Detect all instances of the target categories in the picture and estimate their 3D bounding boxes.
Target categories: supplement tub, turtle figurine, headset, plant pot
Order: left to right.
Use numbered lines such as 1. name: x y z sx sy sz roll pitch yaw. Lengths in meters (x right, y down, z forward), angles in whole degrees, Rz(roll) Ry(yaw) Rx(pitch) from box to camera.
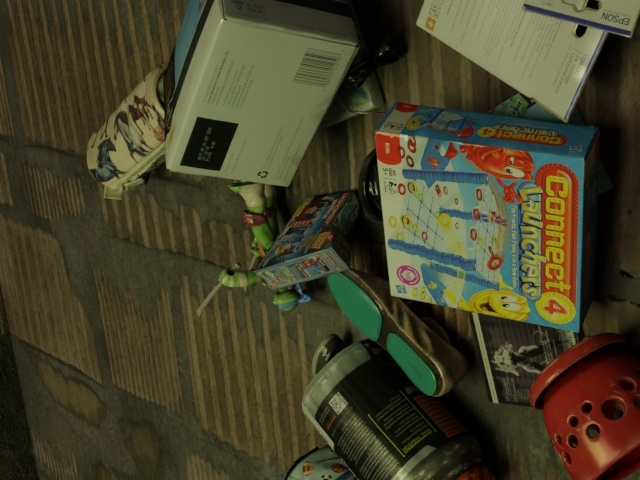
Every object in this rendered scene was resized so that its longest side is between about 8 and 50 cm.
1. turtle figurine: -0.149 0.013 2.154 0.274 0.198 0.266 3 104 47
2. supplement tub: 0.140 0.353 1.938 0.338 0.207 0.207 48 137 28
3. headset: 0.174 -0.130 1.773 0.394 0.185 0.243 54 145 -3
4. plant pot: 0.408 0.244 1.577 0.174 0.191 0.191 55 141 28

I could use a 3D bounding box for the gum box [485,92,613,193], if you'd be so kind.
1. gum box: 0.329 -0.131 1.622 0.157 0.041 0.184 -29 82 52

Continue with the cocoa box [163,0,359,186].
1. cocoa box: -0.114 -0.295 1.826 0.347 0.231 0.228 119 151 -45

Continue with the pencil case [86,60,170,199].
1. pencil case: -0.355 -0.235 2.321 0.410 0.160 0.183 -30 66 52

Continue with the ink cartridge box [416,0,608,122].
1. ink cartridge box: 0.299 -0.368 1.508 0.307 0.072 0.304 40 125 31

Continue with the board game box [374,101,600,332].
1. board game box: 0.244 -0.033 1.597 0.302 0.086 0.308 10 129 25

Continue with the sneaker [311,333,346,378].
1. sneaker: 0.053 0.287 2.132 0.118 0.083 0.222 26 134 36

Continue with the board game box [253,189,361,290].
1. board game box: 0.000 0.000 1.994 0.194 0.194 0.060 -4 135 51

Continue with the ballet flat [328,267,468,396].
1. ballet flat: 0.140 0.147 1.928 0.316 0.106 0.107 48 144 27

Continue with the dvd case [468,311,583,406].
1. dvd case: 0.342 0.193 1.772 0.221 0.018 0.164 -3 104 51

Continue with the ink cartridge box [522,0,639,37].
1. ink cartridge box: 0.374 -0.420 1.330 0.165 0.065 0.333 27 105 37

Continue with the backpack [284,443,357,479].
1. backpack: 0.030 0.530 2.121 0.213 0.276 0.263 19 118 36

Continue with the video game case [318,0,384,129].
1. video game case: -0.041 -0.346 1.987 0.329 0.036 0.300 -15 94 52
